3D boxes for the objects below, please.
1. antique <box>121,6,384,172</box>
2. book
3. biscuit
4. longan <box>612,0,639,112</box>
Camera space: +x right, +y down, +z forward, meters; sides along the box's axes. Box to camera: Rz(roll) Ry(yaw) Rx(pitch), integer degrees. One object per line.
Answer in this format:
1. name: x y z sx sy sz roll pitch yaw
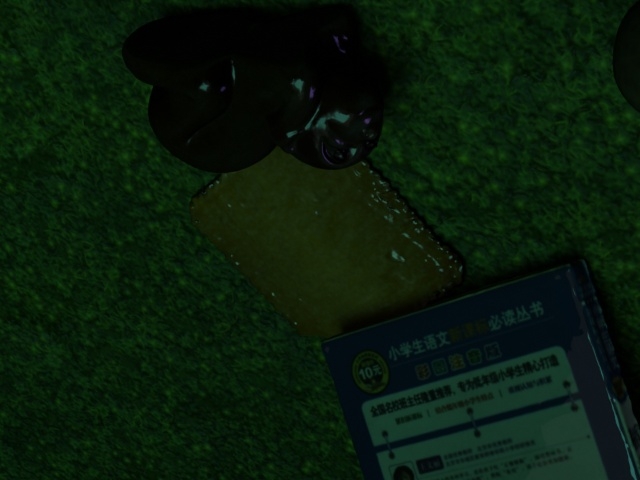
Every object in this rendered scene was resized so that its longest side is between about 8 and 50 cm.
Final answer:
1. antique: -0.052 -0.125 1.381 0.257 0.121 0.143 2 127 31
2. book: 0.183 0.259 1.458 0.300 0.039 0.428 -19 87 34
3. biscuit: 0.000 0.000 1.521 0.232 0.013 0.237 47 134 -9
4. longan: 0.282 -0.148 1.185 0.106 0.106 0.119 37 95 1
